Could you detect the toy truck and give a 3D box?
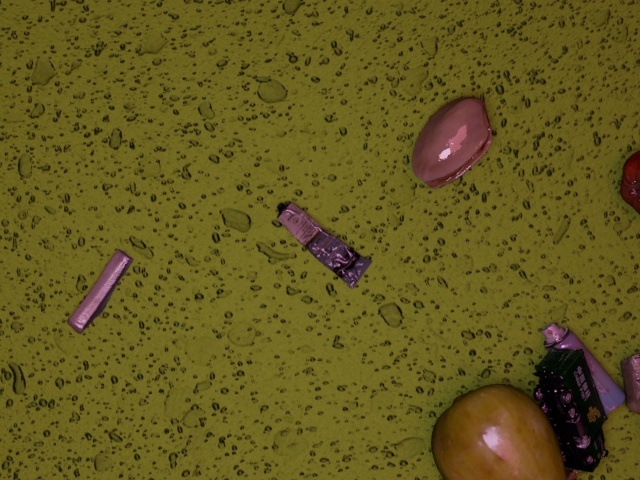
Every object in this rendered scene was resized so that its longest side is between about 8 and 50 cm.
[{"bbox_3d":[0.548,0.373,1.572,0.121,0.088,0.259,-38,113,-35],"label":"toy truck"}]

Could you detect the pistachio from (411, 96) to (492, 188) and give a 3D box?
[{"bbox_3d":[0.296,-0.219,1.606,0.152,0.126,0.223,32,91,32],"label":"pistachio"}]

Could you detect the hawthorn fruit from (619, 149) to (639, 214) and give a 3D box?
[{"bbox_3d":[0.783,-0.140,1.626,0.203,0.162,0.162,-19,89,-22],"label":"hawthorn fruit"}]

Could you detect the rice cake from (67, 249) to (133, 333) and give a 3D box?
[{"bbox_3d":[-0.487,0.113,1.591,0.047,0.036,0.206,32,87,11],"label":"rice cake"}]

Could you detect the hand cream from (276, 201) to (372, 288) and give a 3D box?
[{"bbox_3d":[0.000,0.000,1.622,0.248,0.052,0.075,39,109,-7],"label":"hand cream"}]

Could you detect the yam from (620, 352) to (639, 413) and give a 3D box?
[{"bbox_3d":[0.720,0.322,1.630,0.070,0.070,0.146,-7,87,-3],"label":"yam"}]

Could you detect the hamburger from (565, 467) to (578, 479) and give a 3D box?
[{"bbox_3d":[0.510,0.583,1.599,0.176,0.087,0.102,-25,88,-6],"label":"hamburger"}]

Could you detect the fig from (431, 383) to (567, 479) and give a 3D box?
[{"bbox_3d":[0.383,0.467,1.505,0.258,0.258,0.326,-29,77,-4],"label":"fig"}]

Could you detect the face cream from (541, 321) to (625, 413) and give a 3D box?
[{"bbox_3d":[0.583,0.281,1.622,0.075,0.075,0.229,-40,89,-4],"label":"face cream"}]
